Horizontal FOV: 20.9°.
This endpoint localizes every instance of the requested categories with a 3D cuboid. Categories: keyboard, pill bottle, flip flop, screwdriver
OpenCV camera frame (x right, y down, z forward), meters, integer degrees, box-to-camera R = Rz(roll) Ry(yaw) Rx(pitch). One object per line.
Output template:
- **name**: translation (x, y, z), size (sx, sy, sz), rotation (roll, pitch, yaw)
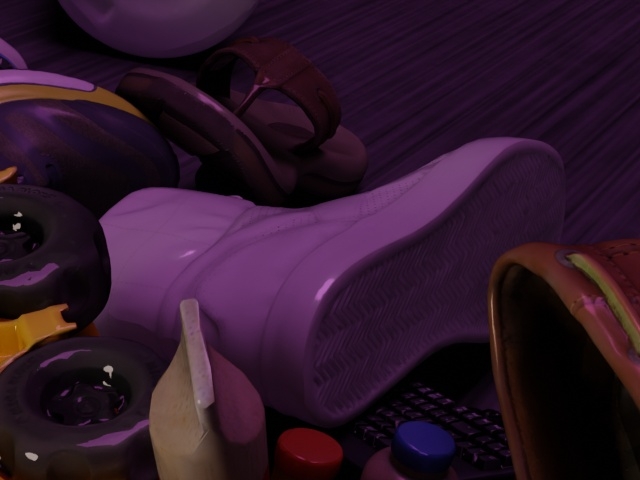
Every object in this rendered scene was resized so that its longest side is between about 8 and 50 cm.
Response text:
- **keyboard**: translation (0.043, 0.081, 0.792), size (0.108, 0.023, 0.180), rotation (1, 12, -27)
- **pill bottle**: translation (-0.124, -0.258, 1.306), size (0.161, 0.161, 0.283), rotation (10, 25, -11)
- **flip flop**: translation (-0.028, -0.075, 0.995), size (0.112, 0.080, 0.277), rotation (36, 12, 16)
- **screwdriver**: translation (-0.066, -0.019, 0.996), size (0.025, 0.024, 0.170), rotation (-12, 22, 9)

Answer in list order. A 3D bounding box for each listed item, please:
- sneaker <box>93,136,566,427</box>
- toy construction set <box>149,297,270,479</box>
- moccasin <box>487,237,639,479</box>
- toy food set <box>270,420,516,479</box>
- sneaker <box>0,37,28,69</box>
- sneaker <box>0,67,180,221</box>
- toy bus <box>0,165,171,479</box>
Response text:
- **sneaker**: translation (0.000, 0.000, 0.862), size (0.169, 0.108, 0.292), rotation (11, 17, 30)
- **toy construction set**: translation (-0.072, 0.144, 0.267), size (0.257, 0.237, 0.309), rotation (12, 59, 7)
- **moccasin**: translation (0.118, 0.150, 0.518), size (0.147, 0.139, 0.380), rotation (10, 52, -19)
- **toy food set**: translation (0.083, 0.139, 0.650), size (0.232, 0.104, 0.111), rotation (19, 25, 9)
- **sneaker**: translation (-0.276, -0.135, 1.043), size (0.237, 0.085, 0.086), rotation (19, 44, 12)
- **sneaker**: translation (-0.189, 0.001, 0.812), size (0.300, 0.111, 0.121), rotation (-14, 44, -35)
- **toy bus**: translation (-0.157, 0.092, 0.591), size (0.211, 0.149, 0.220), rotation (-11, 36, -21)
